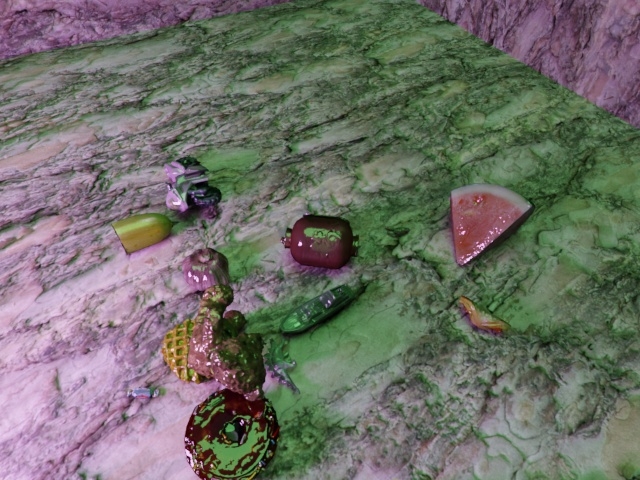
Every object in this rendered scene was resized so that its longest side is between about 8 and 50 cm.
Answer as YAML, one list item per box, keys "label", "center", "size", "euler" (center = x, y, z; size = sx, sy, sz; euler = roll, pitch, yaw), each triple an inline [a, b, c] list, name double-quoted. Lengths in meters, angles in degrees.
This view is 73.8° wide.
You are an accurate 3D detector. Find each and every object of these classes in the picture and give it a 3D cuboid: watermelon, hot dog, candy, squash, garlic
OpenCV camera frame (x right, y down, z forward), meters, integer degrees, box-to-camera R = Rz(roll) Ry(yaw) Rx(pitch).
- label: "watermelon"
  center: [0.568, -0.080, 1.471]
  size: [0.283, 0.251, 0.293]
  euler: [20, 49, 19]
- label: "hot dog"
  center: [0.495, 0.238, 1.314]
  size: [0.168, 0.078, 0.061]
  euler: [34, 96, 23]
- label: "candy"
  center: [-0.472, 0.404, 1.136]
  size: [0.083, 0.020, 0.030]
  euler: [3, 50, 1]
- label: "squash"
  center: [-0.591, -0.035, 1.432]
  size: [0.186, 0.123, 0.123]
  euler: [-22, 55, -20]
- label: "garlic"
  center: [-0.365, 0.086, 1.356]
  size: [0.147, 0.102, 0.159]
  euler: [-33, 59, -26]

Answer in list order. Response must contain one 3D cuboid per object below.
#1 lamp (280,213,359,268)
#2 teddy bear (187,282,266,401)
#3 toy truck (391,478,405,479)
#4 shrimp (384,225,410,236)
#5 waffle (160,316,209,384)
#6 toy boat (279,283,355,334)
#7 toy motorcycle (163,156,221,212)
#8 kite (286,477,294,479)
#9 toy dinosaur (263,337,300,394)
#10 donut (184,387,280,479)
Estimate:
- label: "lamp"
  center: [0.000, 0.000, 1.406]
  size: [0.257, 0.180, 0.180]
  euler: [8, 50, 1]
- label: "teddy bear"
  center: [-0.224, 0.249, 1.107]
  size: [0.222, 0.246, 0.296]
  euler: [-8, 34, 22]
- label: "toy truck"
  center: [0.270, 0.623, 0.945]
  size: [0.272, 0.124, 0.157]
  euler: [5, 40, 4]
- label: "shrimp"
  center: [0.279, -0.032, 1.551]
  size: [0.092, 0.029, 0.038]
  euler: [4, 58, 6]
- label: "waffle"
  center: [-0.361, 0.309, 1.205]
  size: [0.149, 0.051, 0.194]
  euler: [-36, 61, -27]
- label: "toy boat"
  center: [-0.012, 0.208, 1.290]
  size: [0.260, 0.085, 0.078]
  euler: [-26, 57, -23]
- label: "toy motorcycle"
  center: [-0.500, -0.208, 1.569]
  size: [0.188, 0.143, 0.327]
  euler: [-24, 49, -22]
- label: "kite"
  center: [-0.069, 0.645, 0.912]
  size: [0.015, 0.141, 0.245]
  euler: [-16, 39, 18]
- label: "toy dinosaur"
  center: [-0.107, 0.354, 1.189]
  size: [0.082, 0.039, 0.209]
  euler: [-24, 45, -18]
- label: "donut"
  center: [-0.211, 0.481, 1.046]
  size: [0.234, 0.089, 0.235]
  euler: [1, 49, -2]
